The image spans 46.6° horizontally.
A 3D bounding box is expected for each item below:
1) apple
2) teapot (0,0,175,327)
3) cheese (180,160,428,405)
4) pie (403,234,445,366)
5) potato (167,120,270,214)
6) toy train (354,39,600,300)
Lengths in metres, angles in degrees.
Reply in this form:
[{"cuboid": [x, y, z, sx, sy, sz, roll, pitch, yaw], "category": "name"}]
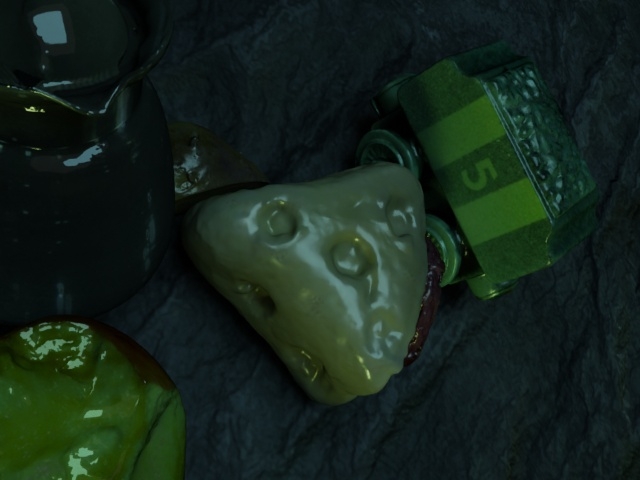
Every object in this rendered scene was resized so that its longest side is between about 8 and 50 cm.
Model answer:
[{"cuboid": [-0.196, 0.178, 0.507, 0.246, 0.246, 0.226, -34, 98, -39], "category": "apple"}, {"cuboid": [-0.209, -0.126, 0.578, 0.223, 0.285, 0.305, 9, 49, -13], "category": "teapot"}, {"cuboid": [0.001, -0.001, 0.775, 0.251, 0.173, 0.248, 39, 55, -10], "category": "cheese"}, {"cuboid": [0.096, 0.066, 0.825, 0.038, 0.153, 0.154, 17, 62, -14], "category": "pie"}, {"cuboid": [-0.122, -0.085, 0.767, 0.172, 0.089, 0.101, -16, 79, -37], "category": "potato"}, {"cuboid": [0.179, -0.077, 0.886, 0.166, 0.238, 0.299, -28, 90, -42], "category": "toy train"}]
